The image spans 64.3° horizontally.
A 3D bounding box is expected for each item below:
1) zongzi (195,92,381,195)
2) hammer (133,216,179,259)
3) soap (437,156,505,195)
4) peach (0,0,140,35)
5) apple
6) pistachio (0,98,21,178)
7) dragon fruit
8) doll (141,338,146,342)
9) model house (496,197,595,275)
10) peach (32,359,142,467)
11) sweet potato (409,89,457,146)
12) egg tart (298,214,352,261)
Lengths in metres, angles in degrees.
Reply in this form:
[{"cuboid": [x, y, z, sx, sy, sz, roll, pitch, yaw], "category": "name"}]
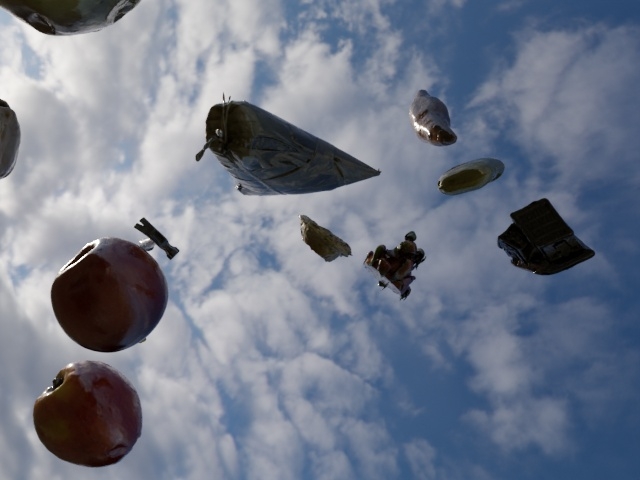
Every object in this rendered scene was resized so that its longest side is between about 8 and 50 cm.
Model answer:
[{"cuboid": [-0.063, -0.272, 1.413, 0.468, 0.500, 0.218, -4, -100, 5], "category": "zongzi"}, {"cuboid": [-0.413, 0.004, 1.246, 0.111, 0.033, 0.288, 48, -20, -13], "category": "hammer"}, {"cuboid": [0.238, -0.103, 0.805, 0.089, 0.140, 0.045, -19, -88, 34], "category": "soap"}, {"cuboid": [-0.352, -0.390, 0.711, 0.215, 0.235, 0.214, 0, -76, 0], "category": "peach"}, {"cuboid": [-0.419, 0.108, 1.019, 0.218, 0.218, 0.201, -16, -58, 40], "category": "apple"}, {"cuboid": [-0.739, -0.204, 1.108, 0.126, 0.152, 0.223, 42, -81, 35], "category": "pistachio"}, {"cuboid": [0.169, 0.062, 1.122, 0.138, 0.142, 0.175, 35, -67, -16], "category": "dragon fruit"}, {"cuboid": [-0.756, 0.219, 1.923, 0.160, 0.094, 0.364, 6, -56, 42], "category": "doll"}, {"cuboid": [0.449, -0.008, 1.065, 0.165, 0.106, 0.152, -32, -61, 28], "category": "model house"}, {"cuboid": [-0.588, 0.449, 1.313, 0.281, 0.238, 0.280, 29, -29, 18], "category": "peach"}, {"cuboid": [0.304, -0.330, 1.404, 0.112, 0.112, 0.359, -53, -157, 34], "category": "sweet potato"}, {"cuboid": [0.000, 0.000, 0.935, 0.129, 0.129, 0.049, 40, -86, 26], "category": "egg tart"}]
